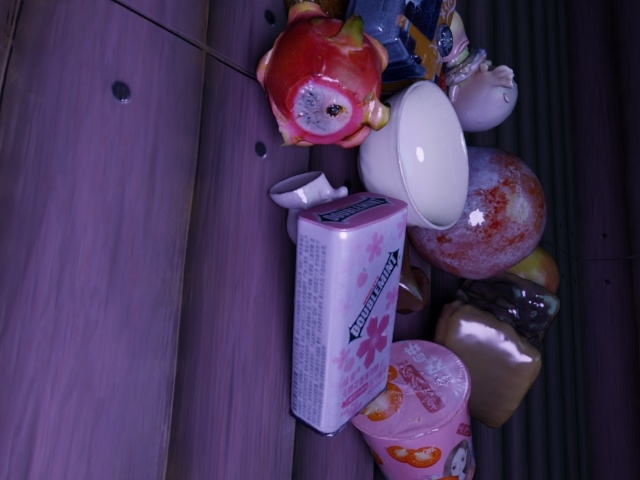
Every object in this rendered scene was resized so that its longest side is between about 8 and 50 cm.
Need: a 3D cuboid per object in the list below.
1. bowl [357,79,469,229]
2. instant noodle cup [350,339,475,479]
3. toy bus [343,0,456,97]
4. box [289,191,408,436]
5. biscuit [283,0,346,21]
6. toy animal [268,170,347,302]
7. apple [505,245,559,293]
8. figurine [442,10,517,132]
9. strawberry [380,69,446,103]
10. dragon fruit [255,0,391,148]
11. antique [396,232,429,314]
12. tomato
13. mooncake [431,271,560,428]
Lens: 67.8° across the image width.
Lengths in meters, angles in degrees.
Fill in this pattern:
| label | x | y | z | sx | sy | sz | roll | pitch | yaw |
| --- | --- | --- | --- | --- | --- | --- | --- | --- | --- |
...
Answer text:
| label | x | y | z | sx | sy | sz | roll | pitch | yaw |
| --- | --- | --- | --- | --- | --- | --- | --- | --- | --- |
| bowl | 0.167 | -0.151 | 0.919 | 0.277 | 0.145 | 0.277 | 9 | 77 | -47 |
| instant noodle cup | 0.184 | 0.357 | 0.926 | 0.243 | 0.243 | 0.231 | -46 | 127 | -43 |
| toy bus | 0.163 | -0.464 | 0.923 | 0.194 | 0.162 | 0.323 | 21 | 81 | -48 |
| box | 0.045 | 0.121 | 0.773 | 0.190 | 0.112 | 0.370 | -23 | 122 | -44 |
| biscuit | -0.004 | -0.464 | 0.947 | 0.188 | 0.027 | 0.188 | 10 | 77 | -50 |
| toy animal | -0.001 | -0.002 | 0.820 | 0.104 | 0.131 | 0.221 | -53 | 130 | -65 |
| apple | 0.573 | 0.111 | 1.407 | 0.261 | 0.261 | 0.194 | -39 | 98 | -46 |
| figurine | 0.396 | -0.470 | 1.270 | 0.226 | 0.274 | 0.394 | -46 | 115 | -5 |
| strawberry | 0.246 | -0.406 | 1.160 | 0.306 | 0.137 | 0.233 | -16 | 97 | -48 |
| dragon fruit | 0.006 | -0.265 | 0.792 | 0.224 | 0.224 | 0.227 | 46 | 39 | -36 |
| antique | 0.147 | 0.049 | 1.000 | 0.257 | 0.121 | 0.143 | 58 | 36 | -18 |
| tomato | 0.353 | -0.065 | 1.107 | 0.282 | 0.316 | 0.317 | 55 | 47 | -40 |
| mooncake | 0.398 | 0.220 | 1.112 | 0.393 | 0.246 | 0.394 | -60 | 156 | -18 |
